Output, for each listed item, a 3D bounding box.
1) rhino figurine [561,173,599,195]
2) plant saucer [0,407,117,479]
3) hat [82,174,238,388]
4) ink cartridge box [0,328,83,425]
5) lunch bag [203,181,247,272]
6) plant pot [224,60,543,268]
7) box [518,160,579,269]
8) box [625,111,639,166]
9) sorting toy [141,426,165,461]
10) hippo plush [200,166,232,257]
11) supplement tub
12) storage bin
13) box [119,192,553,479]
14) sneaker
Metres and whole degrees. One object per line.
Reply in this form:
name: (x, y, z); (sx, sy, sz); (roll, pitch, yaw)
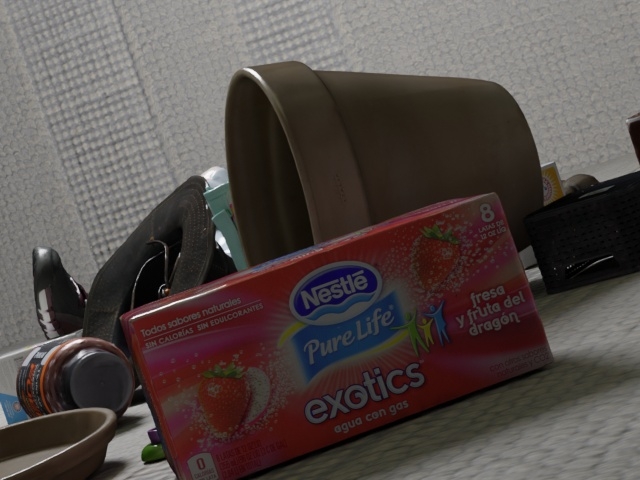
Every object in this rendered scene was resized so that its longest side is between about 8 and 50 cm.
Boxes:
rhino figurine: (0.289, -0.033, 2.368); (0.243, 0.073, 0.106); (-18, 6, 45)
plant saucer: (-0.315, 0.220, 1.582); (0.278, 0.041, 0.278); (-17, 7, 2)
hat: (-0.176, 0.087, 2.146); (0.134, 0.331, 0.331); (26, -20, -26)
ink cartridge box: (-0.352, 0.177, 2.288); (0.143, 0.092, 0.090); (-17, 2, 3)
lunch bag: (0.000, 0.000, 2.068); (0.262, 0.223, 0.160); (-23, -1, -36)
plant pot: (0.075, -0.055, 1.849); (0.280, 0.323, 0.323); (-14, 1, -15)
box: (0.212, -0.019, 2.157); (0.103, 0.114, 0.203); (-21, 5, -33)
box: (0.529, -0.138, 2.167); (0.191, 0.143, 0.381); (-18, 1, 23)
sorting toy: (-0.117, 0.162, 1.527); (0.102, 0.042, 0.061); (-18, 3, 24)
hippo plush: (-0.124, 0.068, 2.375); (0.294, 0.234, 0.236); (24, 39, 14)
supplement tub: (-0.271, 0.160, 1.929); (0.106, 0.106, 0.198); (-20, 2, -23)
storage bin: (0.302, -0.015, 1.792); (0.122, 0.084, 0.180); (-17, 3, 31)
box: (0.007, 0.076, 1.351); (0.300, 0.142, 0.154); (-19, 2, -9)
sneaker: (-0.304, 0.095, 2.388); (0.162, 0.106, 0.281); (-9, -38, -3)
